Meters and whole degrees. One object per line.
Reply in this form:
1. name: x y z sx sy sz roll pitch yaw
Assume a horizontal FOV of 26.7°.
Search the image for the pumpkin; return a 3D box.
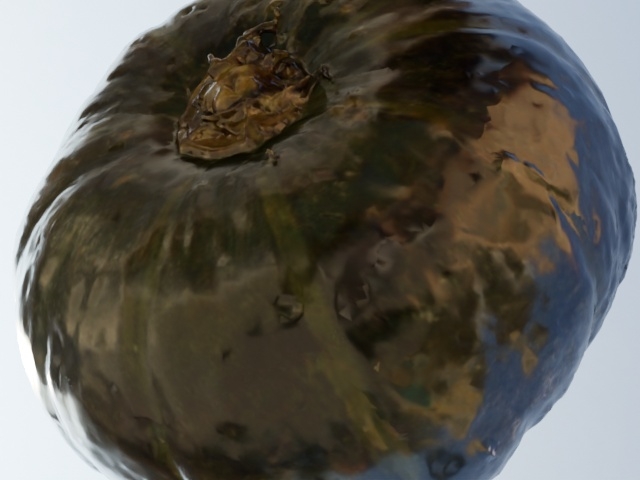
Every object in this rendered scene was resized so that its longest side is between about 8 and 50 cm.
1. pumpkin: 0.000 0.000 0.470 0.223 0.157 0.224 -19 -144 14
